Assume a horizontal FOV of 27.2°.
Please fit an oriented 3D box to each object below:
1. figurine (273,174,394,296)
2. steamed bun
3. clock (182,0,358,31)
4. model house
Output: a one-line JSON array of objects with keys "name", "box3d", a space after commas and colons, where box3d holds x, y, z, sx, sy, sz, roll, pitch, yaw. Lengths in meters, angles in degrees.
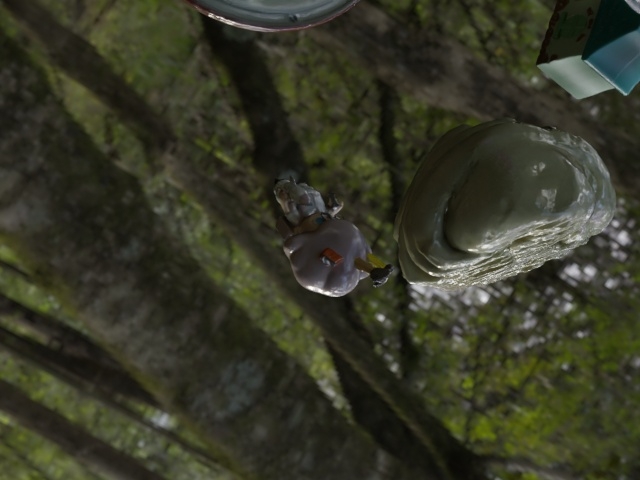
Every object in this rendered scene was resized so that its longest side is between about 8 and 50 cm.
[{"name": "figurine", "box3d": [0.000, 0.000, 1.789, 0.112, 0.137, 0.229, -52, -131, 23]}, {"name": "steamed bun", "box3d": [0.275, -0.076, 2.075, 0.339, 0.352, 0.247, -28, -110, 36]}, {"name": "clock", "box3d": [-0.062, -0.364, 1.328, 0.318, 0.318, 0.080, -65, -164, -18]}, {"name": "model house", "box3d": [0.385, -0.268, 1.767, 0.149, 0.100, 0.127, -1, -117, 51]}]
